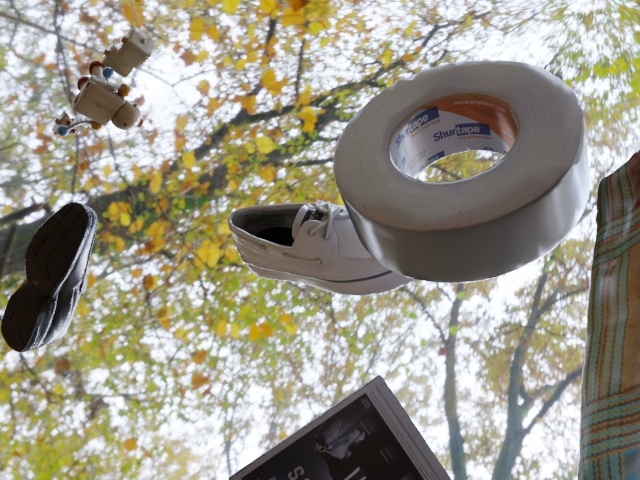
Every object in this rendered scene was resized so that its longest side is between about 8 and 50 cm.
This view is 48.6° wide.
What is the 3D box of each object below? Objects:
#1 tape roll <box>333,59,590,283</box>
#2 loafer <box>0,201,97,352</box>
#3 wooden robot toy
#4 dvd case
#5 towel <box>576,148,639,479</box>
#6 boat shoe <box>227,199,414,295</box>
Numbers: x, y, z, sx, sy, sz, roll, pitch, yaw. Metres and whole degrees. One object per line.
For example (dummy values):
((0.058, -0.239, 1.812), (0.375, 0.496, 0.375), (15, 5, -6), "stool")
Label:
((0.125, -0.068, 0.639), (0.219, 0.219, 0.072), (-3, -40, 22), "tape roll")
((-0.269, 0.036, 0.732), (0.062, 0.061, 0.170), (38, -74, 24), "loafer")
((-0.234, -0.165, 0.818), (0.079, 0.076, 0.173), (31, -61, -34), "wooden robot toy")
((0.029, 0.313, 0.908), (0.239, 0.029, 0.179), (-33, -100, -6), "dvd case")
((0.210, 0.028, 0.342), (0.040, 0.370, 0.271), (25, -39, -6), "towel")
((0.000, 0.000, 0.784), (0.258, 0.095, 0.084), (-2, -44, 34), "boat shoe")
